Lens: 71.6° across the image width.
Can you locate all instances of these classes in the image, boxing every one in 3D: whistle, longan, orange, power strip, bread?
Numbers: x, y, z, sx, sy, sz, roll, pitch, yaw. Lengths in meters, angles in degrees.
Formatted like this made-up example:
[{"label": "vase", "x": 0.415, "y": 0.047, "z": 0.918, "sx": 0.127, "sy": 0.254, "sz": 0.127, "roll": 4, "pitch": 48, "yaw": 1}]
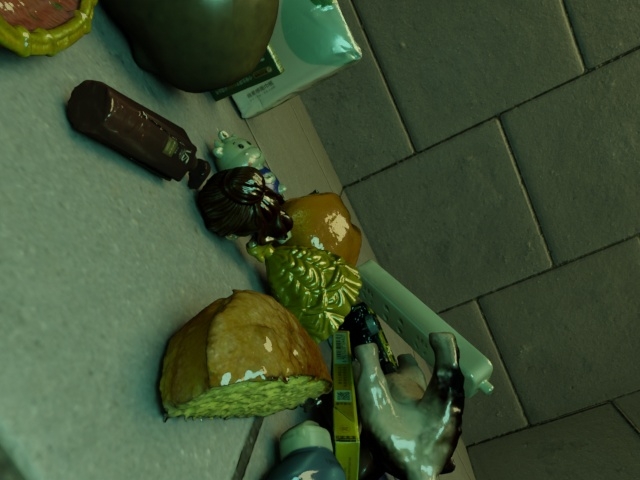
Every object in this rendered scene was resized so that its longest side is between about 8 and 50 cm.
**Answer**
[{"label": "whistle", "x": -0.126, "y": -0.105, "z": 0.856, "sx": 0.245, "sy": 0.092, "sz": 0.110, "roll": 59, "pitch": 33, "yaw": -7}, {"label": "longan", "x": -0.199, "y": -0.391, "z": 0.709, "sx": 0.297, "sy": 0.297, "sz": 0.297, "roll": 61, "pitch": 13, "yaw": -23}, {"label": "orange", "x": 0.000, "y": 0.000, "z": 1.004, "sx": 0.249, "sy": 0.183, "sz": 0.249, "roll": 59, "pitch": 13, "yaw": -22}, {"label": "power strip", "x": 0.208, "y": 0.184, "z": 0.950, "sx": 0.385, "sy": 0.062, "sz": 0.091, "roll": 43, "pitch": -31, "yaw": 38}, {"label": "bread", "x": -0.082, "y": 0.131, "z": 0.521, "sx": 0.260, "sy": 0.129, "sz": 0.134, "roll": 50, "pitch": 18, "yaw": -59}]

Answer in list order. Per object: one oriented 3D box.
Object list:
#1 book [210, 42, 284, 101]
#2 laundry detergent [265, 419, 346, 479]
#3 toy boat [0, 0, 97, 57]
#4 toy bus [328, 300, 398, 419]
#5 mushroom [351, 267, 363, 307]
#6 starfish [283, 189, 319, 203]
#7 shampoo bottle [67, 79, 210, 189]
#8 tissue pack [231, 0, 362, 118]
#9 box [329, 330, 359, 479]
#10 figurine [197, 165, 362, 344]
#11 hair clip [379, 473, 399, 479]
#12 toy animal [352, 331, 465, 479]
[{"label": "book", "x": -0.215, "y": -0.435, "z": 0.908, "sx": 0.264, "sy": 0.201, "sz": 0.027, "roll": 60, "pitch": 40, "yaw": -30}, {"label": "laundry detergent", "x": -0.009, "y": 0.349, "z": 0.515, "sx": 0.143, "sy": 0.094, "sz": 0.290, "roll": 40, "pitch": 22, "yaw": -36}, {"label": "toy boat", "x": -0.293, "y": -0.254, "z": 0.429, "sx": 0.318, "sy": 0.099, "sz": 0.141, "roll": -101, "pitch": 166, "yaw": -57}, {"label": "toy bus", "x": 0.119, "y": 0.295, "z": 1.082, "sx": 0.262, "sy": 0.128, "sz": 0.150, "roll": 68, "pitch": 9, "yaw": 19}, {"label": "mushroom", "x": 0.118, "y": 0.152, "z": 1.406, "sx": 0.148, "sy": 0.112, "sz": 0.148, "roll": -17, "pitch": 90, "yaw": -84}, {"label": "starfish", "x": -0.018, "y": -0.054, "z": 1.162, "sx": 0.216, "sy": 0.050, "sz": 0.223, "roll": 30, "pitch": -27, "yaw": 0}, {"label": "shampoo bottle", "x": -0.217, "y": -0.125, "z": 0.584, "sx": 0.067, "sy": 0.068, "sz": 0.236, "roll": 48, "pitch": 7, "yaw": 17}, {"label": "tissue pack", "x": -0.099, "y": -0.516, "z": 1.161, "sx": 0.266, "sy": 0.356, "sz": 0.194, "roll": 62, "pitch": 12, "yaw": -15}, {"label": "box", "x": 0.037, "y": 0.294, "z": 0.761, "sx": 0.279, "sy": 0.040, "sz": 0.153, "roll": -88, "pitch": 180, "yaw": -68}, {"label": "figurine", "x": -0.083, "y": 0.012, "z": 0.760, "sx": 0.315, "sy": 0.187, "sz": 0.168, "roll": 50, "pitch": -19, "yaw": -26}, {"label": "hair clip", "x": 0.178, "y": 0.575, "z": 0.883, "sx": 0.279, "sy": 0.090, "sz": 0.137, "roll": -97, "pitch": 168, "yaw": -54}, {"label": "toy animal", "x": 0.144, "y": 0.346, "z": 0.803, "sx": 0.344, "sy": 0.194, "sz": 0.303, "roll": 85, "pitch": -1, "yaw": -67}]
